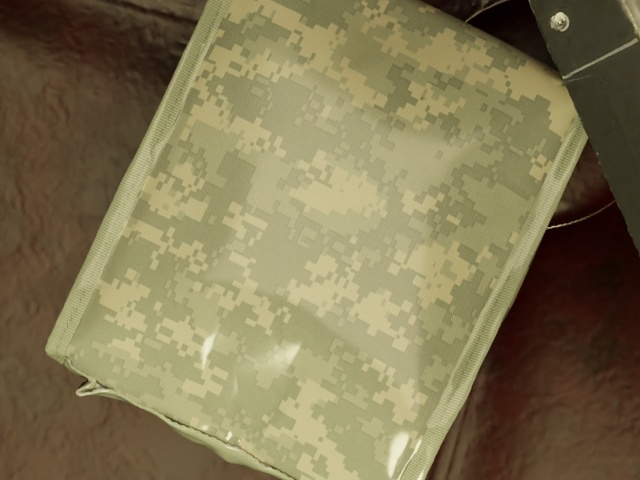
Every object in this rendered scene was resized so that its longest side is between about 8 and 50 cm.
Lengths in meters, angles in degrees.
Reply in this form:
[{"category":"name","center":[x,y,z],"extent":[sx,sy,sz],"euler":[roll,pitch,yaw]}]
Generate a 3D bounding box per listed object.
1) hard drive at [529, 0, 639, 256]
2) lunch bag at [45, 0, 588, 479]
[{"category":"hard drive","center":[0.261,-0.029,1.044],"extent":[0.064,0.237,0.339],"euler":[-25,86,42]},{"category":"lunch bag","center":[0.000,0.000,1.073],"extent":[0.235,0.169,0.287],"euler":[27,84,1]}]
